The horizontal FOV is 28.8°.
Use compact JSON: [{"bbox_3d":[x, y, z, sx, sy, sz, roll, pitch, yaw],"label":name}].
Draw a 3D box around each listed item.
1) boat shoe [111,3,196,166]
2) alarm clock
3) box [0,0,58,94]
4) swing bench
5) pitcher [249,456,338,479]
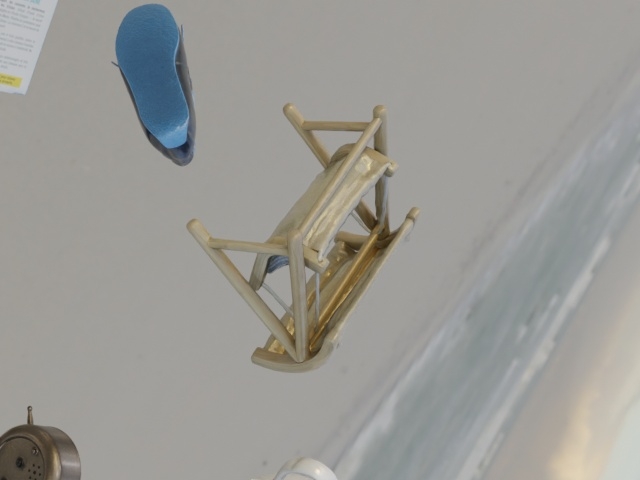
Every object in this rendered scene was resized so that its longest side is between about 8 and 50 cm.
[{"bbox_3d":[-0.221,-0.204,1.658,0.089,0.109,0.258,75,5,-54],"label":"boat shoe"},{"bbox_3d":[-0.369,0.318,1.622,0.129,0.192,0.064,-50,153,9],"label":"alarm clock"},{"bbox_3d":[-0.266,-0.253,1.059,0.100,0.060,0.244,6,108,-57],"label":"box"},{"bbox_3d":[0.000,0.000,1.583,0.253,0.165,0.255,-56,137,-36],"label":"swing bench"},{"bbox_3d":[-0.033,0.325,1.496,0.125,0.207,0.178,-50,120,-39],"label":"pitcher"}]
